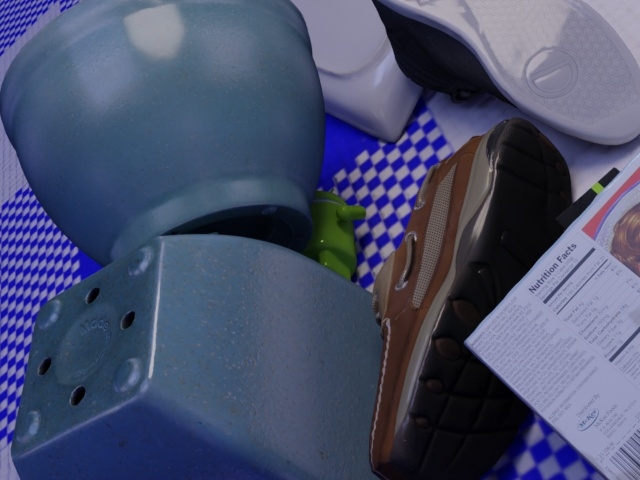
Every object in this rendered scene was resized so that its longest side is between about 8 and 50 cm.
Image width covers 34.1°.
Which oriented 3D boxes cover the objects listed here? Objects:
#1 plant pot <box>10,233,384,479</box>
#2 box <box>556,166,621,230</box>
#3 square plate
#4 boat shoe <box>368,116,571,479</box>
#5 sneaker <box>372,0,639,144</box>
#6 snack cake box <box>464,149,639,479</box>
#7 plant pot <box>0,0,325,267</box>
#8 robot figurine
[{"bbox_3d":[-0.097,0.135,0.838,0.248,0.252,0.247,-28,42,27],"label":"plant pot"},{"bbox_3d":[0.230,-0.002,0.780,0.062,0.052,0.083,-43,38,9],"label":"box"},{"bbox_3d":[0.027,-0.319,1.151,0.347,0.049,0.344,30,98,41],"label":"square plate"},{"bbox_3d":[0.105,0.049,0.826,0.120,0.122,0.324,-14,42,46],"label":"boat shoe"},{"bbox_3d":[0.170,-0.164,0.951,0.295,0.147,0.104,38,84,22],"label":"sneaker"},{"bbox_3d":[0.241,0.026,0.670,0.264,0.089,0.152,-48,61,5],"label":"snack cake box"},{"bbox_3d":[-0.118,-0.064,0.928,0.293,0.293,0.196,-32,63,23],"label":"plant pot"},{"bbox_3d":[0.000,0.000,1.005,0.101,0.067,0.115,-32,40,26],"label":"robot figurine"}]
